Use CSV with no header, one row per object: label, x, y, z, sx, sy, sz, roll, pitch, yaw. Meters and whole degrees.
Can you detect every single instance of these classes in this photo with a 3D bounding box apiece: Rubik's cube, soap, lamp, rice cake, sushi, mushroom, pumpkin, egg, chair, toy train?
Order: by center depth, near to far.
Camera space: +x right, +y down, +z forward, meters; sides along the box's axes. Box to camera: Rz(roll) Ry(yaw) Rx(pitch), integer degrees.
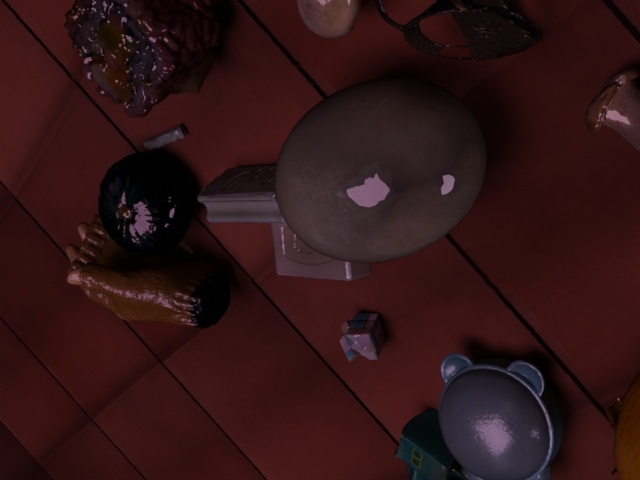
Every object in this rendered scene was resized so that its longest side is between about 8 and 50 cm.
mushroom,0.428,-0.134,1.410,0.212,0.088,0.097,38,132,22
chair,0.175,-0.301,1.467,0.174,0.149,0.213,-10,119,46
mushroom,0.025,-0.354,1.580,0.154,0.123,0.154,174,90,-82
egg,0.080,-0.097,1.640,0.352,0.258,0.258,-23,105,45
sushi,-0.273,-0.329,1.849,0.236,0.171,0.270,45,145,3
lamp,0.296,0.321,1.888,0.209,0.147,0.284,5,127,38
soap,0.000,0.000,1.925,0.183,0.064,0.121,2,100,45
soap,-0.102,-0.081,1.945,0.198,0.114,0.063,1,123,43
Rubik's cube,0.070,0.174,2.030,0.073,0.075,0.084,-2,108,23
rice cake,-0.285,-0.187,2.103,0.121,0.021,0.022,-14,122,48
toy train,0.228,0.460,2.110,0.194,0.120,0.298,34,141,28
pumpkin,-0.326,-0.068,2.140,0.194,0.150,0.194,26,134,30

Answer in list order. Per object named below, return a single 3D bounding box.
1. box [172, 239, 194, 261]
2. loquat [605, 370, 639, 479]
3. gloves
box,-0.289,0.003,2.282,0.083,0.012,0.046,48,144,-3
loquat,0.515,0.270,1.545,0.275,0.275,0.274,26,137,26
gloves,-0.348,0.076,2.230,0.356,0.203,0.155,24,128,17
